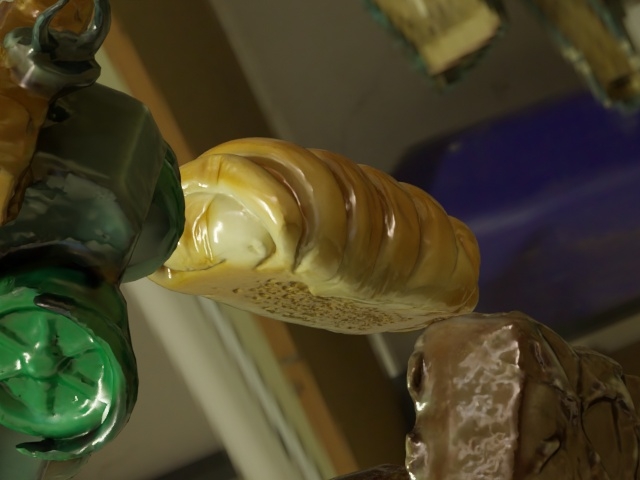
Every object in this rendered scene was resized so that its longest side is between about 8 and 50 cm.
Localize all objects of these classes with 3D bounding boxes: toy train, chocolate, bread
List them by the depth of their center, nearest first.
[{"bbox_3d":[-0.215,0.047,0.854,0.249,0.429,0.178,20,-148,-7],"label":"toy train"},{"bbox_3d":[0.152,0.134,1.198,0.214,0.093,0.148,26,-123,-46],"label":"chocolate"},{"bbox_3d":[0.000,0.000,1.434,0.311,0.173,0.121,18,-115,-50],"label":"bread"}]

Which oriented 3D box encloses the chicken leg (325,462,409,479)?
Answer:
[{"bbox_3d":[0.058,0.228,1.541,0.096,0.407,0.158,62,151,13],"label":"chicken leg"}]
